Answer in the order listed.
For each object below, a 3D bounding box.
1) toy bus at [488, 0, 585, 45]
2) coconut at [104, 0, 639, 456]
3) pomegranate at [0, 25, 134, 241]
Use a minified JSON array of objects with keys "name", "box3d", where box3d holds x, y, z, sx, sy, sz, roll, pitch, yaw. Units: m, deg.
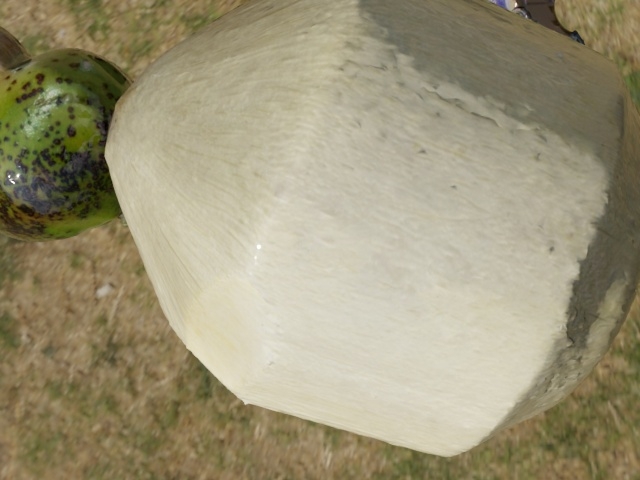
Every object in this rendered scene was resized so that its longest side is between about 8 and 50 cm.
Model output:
[{"name":"toy bus","box3d":[0.234,-0.312,1.646,0.112,0.090,0.274,-45,64,51]},{"name":"coconut","box3d":[0.022,-0.022,0.657,0.266,0.237,0.237,22,113,-13]},{"name":"pomegranate","box3d":[-0.302,-0.129,1.393,0.222,0.204,0.276,-43,65,18]}]
